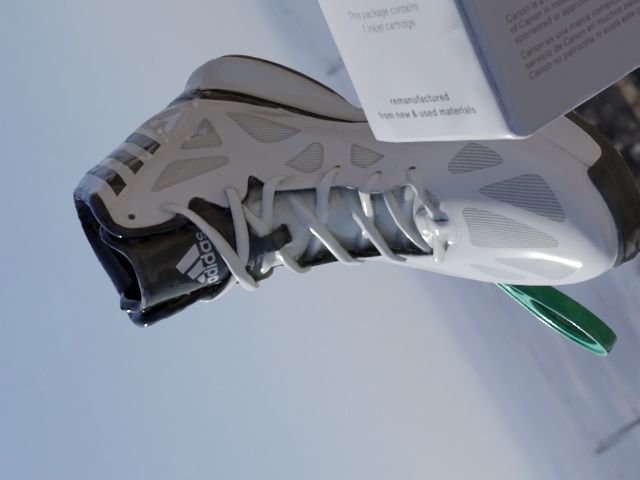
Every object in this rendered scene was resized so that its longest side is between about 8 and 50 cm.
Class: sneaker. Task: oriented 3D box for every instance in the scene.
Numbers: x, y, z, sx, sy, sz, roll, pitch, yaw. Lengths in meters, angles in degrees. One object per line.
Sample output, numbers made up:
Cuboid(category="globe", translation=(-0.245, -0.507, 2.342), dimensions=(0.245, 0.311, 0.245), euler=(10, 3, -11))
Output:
Cuboid(category="sneaker", translation=(0.000, 0.001, 1.362), dimensions=(0.447, 0.257, 0.169), euler=(12, 131, 38))

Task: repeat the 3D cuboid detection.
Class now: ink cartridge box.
Cuboid(category="ink cartridge box", translation=(0.083, -0.228, 0.886), dimensions=(0.131, 0.226, 0.306), euler=(1, 118, 60))

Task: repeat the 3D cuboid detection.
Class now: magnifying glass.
Cuboid(category="magnifying glass", translation=(0.173, 0.035, 1.705), dimensions=(0.231, 0.026, 0.092), euler=(36, 173, 1))
